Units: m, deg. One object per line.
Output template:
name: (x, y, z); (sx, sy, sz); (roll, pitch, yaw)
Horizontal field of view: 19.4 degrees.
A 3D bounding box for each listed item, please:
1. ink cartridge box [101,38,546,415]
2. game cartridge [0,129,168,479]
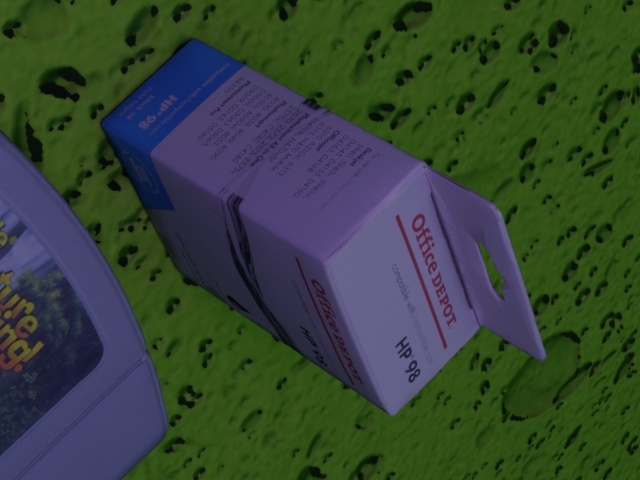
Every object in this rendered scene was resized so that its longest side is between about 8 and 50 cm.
ink cartridge box: (0.000, 0.000, 0.771); (0.060, 0.180, 0.104); (-43, 139, -18)
game cartridge: (-0.175, 0.044, 0.707); (0.196, 0.060, 0.294); (-47, 140, -13)
